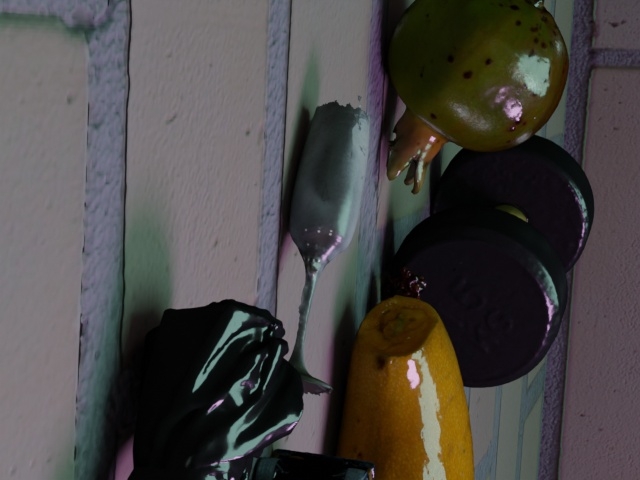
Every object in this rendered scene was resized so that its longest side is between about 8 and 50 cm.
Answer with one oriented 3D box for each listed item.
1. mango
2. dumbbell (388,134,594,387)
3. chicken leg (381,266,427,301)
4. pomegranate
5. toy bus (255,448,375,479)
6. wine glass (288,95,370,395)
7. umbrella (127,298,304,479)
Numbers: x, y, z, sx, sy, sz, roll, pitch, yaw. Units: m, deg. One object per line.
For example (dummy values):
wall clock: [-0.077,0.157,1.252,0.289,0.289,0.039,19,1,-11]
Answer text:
mango: [0.086,0.235,1.478,0.187,0.144,0.359,-1,93,-76]
dumbbell: [0.208,0.013,1.722,0.322,0.203,0.204,-55,147,-59]
chicken leg: [0.091,0.132,1.578,0.048,0.089,0.219,-10,111,-32]
pomegranate: [0.155,-0.164,1.524,0.246,0.198,0.198,-60,157,-14]
toy bus: [-0.024,0.258,1.185,0.201,0.098,0.114,-47,142,-68]
wine glass: [0.000,0.000,1.241,0.074,0.074,0.262,56,42,-66]
umbrella: [-0.095,0.191,0.901,0.118,0.118,0.340,71,29,-55]
